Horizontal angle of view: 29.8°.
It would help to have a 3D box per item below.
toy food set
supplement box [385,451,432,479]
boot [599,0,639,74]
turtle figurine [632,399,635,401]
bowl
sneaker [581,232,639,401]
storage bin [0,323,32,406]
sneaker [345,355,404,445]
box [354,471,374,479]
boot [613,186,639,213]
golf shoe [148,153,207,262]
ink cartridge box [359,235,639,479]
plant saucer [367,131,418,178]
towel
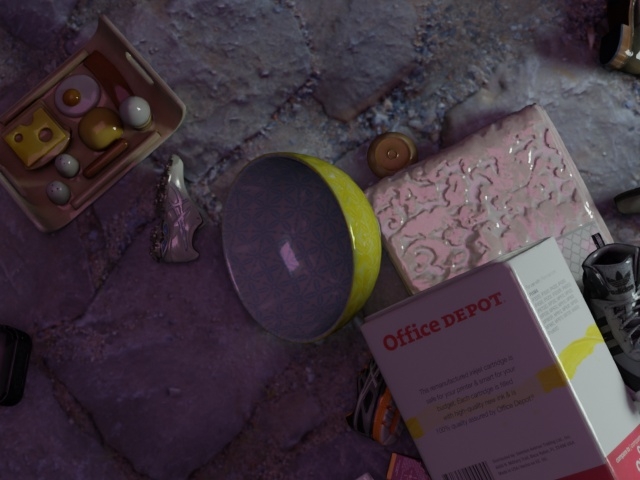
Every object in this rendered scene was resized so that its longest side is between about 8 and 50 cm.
[{"bbox_3d":[-0.398,-0.190,1.941,0.306,0.092,0.220,-41,80,-6],"label":"toy food set"},{"bbox_3d":[0.144,0.352,1.829,0.083,0.055,0.043,13,81,6],"label":"supplement box"},{"bbox_3d":[0.527,-0.363,1.954,0.106,0.082,0.219,21,76,-15],"label":"boot"},{"bbox_3d":[0.432,0.198,1.811,0.234,0.118,0.175,2,44,16],"label":"turtle figurine"},{"bbox_3d":[0.000,0.000,1.836,0.156,0.289,0.289,-14,75,-43],"label":"bowl"},{"bbox_3d":[0.437,0.105,1.712,0.101,0.153,0.268,-19,40,1],"label":"sneaker"},{"bbox_3d":[-0.556,0.188,1.880,0.180,0.084,0.122,7,79,5],"label":"storage bin"},{"bbox_3d":[0.100,0.205,1.851,0.083,0.084,0.215,5,65,37],"label":"sneaker"},{"bbox_3d":[0.014,0.442,1.787,0.203,0.114,0.103,-32,78,-4],"label":"box"},{"bbox_3d":[0.586,-0.011,1.869,0.246,0.083,0.161,-2,85,4],"label":"boot"},{"bbox_3d":[-0.224,-0.049,1.931,0.086,0.069,0.176,7,82,-16],"label":"golf shoe"},{"bbox_3d":[0.271,0.223,1.703,0.279,0.160,0.385,-27,87,38],"label":"ink cartridge box"},{"bbox_3d":[0.117,-0.138,1.946,0.083,0.015,0.083,-1,79,3],"label":"plant saucer"},{"bbox_3d":[0.271,-0.013,1.895,0.332,0.053,0.317,-27,79,-3],"label":"towel"}]
